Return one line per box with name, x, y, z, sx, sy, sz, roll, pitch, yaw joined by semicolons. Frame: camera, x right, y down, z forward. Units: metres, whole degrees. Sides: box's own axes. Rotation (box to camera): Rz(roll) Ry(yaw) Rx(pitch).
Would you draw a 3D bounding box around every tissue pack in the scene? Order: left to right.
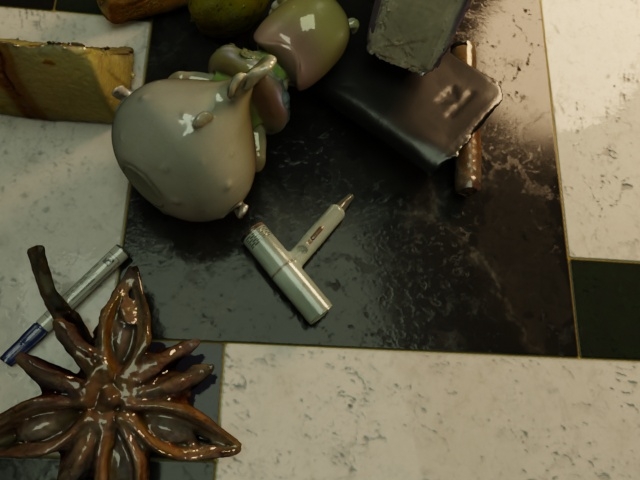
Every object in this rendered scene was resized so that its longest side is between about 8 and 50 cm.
tissue pack;0.174;-0.437;0.916;0.125;0.242;0.344;18;50;0

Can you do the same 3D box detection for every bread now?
bread;-0.389;-0.260;0.864;0.239;0.178;0.136;4;72;-4

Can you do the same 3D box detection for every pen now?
pen;-0.332;0.083;0.835;0.025;0.025;0.204;41;72;7

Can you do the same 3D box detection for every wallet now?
wallet;0.086;-0.260;0.969;0.377;0.051;0.197;39;71;15

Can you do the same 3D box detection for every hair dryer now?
hair dryer;0.006;0.005;0.898;0.183;0.044;0.155;-36;81;-20

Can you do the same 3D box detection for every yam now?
yam;0.223;-0.189;0.987;0.046;0.046;0.264;5;71;-6

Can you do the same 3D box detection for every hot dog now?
hot dog;-0.209;-0.413;0.995;0.288;0.083;0.068;-25;57;-15

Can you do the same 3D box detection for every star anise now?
star anise;-0.257;0.184;0.769;0.349;0.109;0.292;32;63;-7

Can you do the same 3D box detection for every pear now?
pear;-0.139;-0.362;0.964;0.131;0.107;0.107;-33;77;4

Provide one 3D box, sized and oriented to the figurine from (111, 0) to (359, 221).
figurine;-0.084;-0.202;0.834;0.227;0.274;0.394;48;71;-12
